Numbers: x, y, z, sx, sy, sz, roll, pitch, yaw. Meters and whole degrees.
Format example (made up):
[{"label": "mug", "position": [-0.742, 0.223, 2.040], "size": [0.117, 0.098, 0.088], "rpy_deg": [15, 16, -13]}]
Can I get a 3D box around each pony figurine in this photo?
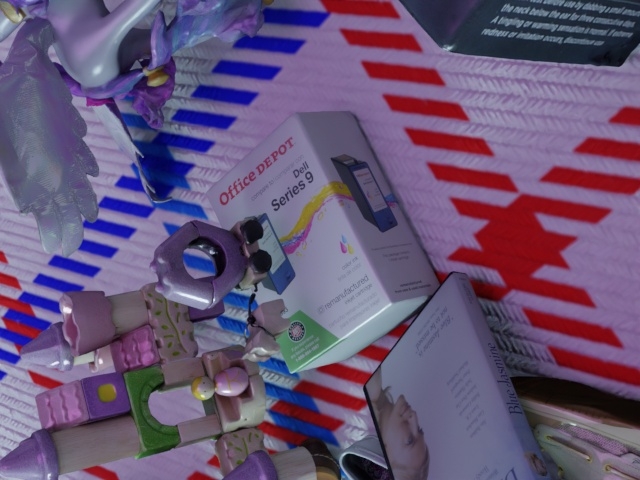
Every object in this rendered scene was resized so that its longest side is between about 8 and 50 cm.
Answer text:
[{"label": "pony figurine", "position": [-0.238, -0.201, 1.223], "size": [0.363, 0.303, 0.351], "rpy_deg": [-33, 92, 15]}]

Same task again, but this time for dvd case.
[{"label": "dvd case", "position": [0.116, 0.179, 1.069], "size": [0.180, 0.022, 0.253], "rpy_deg": [-56, 37, 36]}]

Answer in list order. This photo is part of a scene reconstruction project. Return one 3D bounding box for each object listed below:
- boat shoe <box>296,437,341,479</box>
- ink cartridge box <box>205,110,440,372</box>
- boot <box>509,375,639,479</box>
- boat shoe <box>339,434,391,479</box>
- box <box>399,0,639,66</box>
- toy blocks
[{"label": "boat shoe", "position": [-0.029, 0.305, 1.263], "size": [0.073, 0.073, 0.207], "rpy_deg": [-114, 44, -62]}, {"label": "ink cartridge box", "position": [0.000, 0.000, 1.180], "size": [0.154, 0.093, 0.212], "rpy_deg": [-37, 70, 37]}, {"label": "boot", "position": [0.223, 0.212, 1.039], "size": [0.213, 0.077, 0.165], "rpy_deg": [13, 106, 37]}, {"label": "boat shoe", "position": [0.094, 0.251, 1.153], "size": [0.184, 0.063, 0.066], "rpy_deg": [41, 119, 28]}, {"label": "box", "position": [0.163, -0.459, 0.866], "size": [0.480, 0.297, 0.472], "rpy_deg": [53, 122, 21]}, {"label": "toy blocks", "position": [-0.190, 0.169, 1.167], "size": [0.309, 0.260, 0.289], "rpy_deg": [-42, 61, 60]}]
